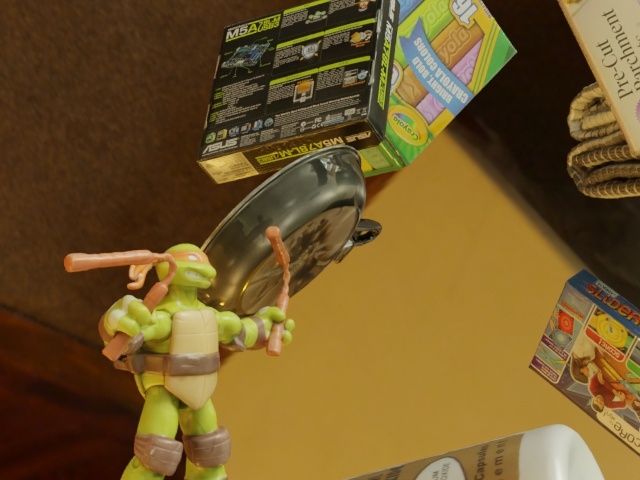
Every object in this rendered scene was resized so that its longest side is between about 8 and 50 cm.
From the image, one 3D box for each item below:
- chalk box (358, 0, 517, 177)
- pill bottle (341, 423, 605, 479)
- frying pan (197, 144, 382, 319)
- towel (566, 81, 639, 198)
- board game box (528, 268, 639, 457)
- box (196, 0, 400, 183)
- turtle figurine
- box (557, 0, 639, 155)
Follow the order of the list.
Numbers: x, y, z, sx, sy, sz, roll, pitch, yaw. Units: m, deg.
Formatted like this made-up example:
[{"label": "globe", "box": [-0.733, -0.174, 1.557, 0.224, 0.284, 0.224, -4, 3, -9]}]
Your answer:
[{"label": "chalk box", "box": [0.050, -0.187, 1.550, 0.289, 0.180, 0.179, -46, 109, -23]}, {"label": "pill bottle", "box": [0.049, 0.193, 0.744, 0.229, 0.131, 0.131, -19, 139, 20]}, {"label": "frying pan", "box": [-0.023, 0.019, 1.186, 0.197, 0.053, 0.326, -41, 161, -5]}, {"label": "towel", "box": [0.391, -0.098, 1.275, 0.235, 0.284, 0.121, 0, 90, -10]}, {"label": "board game box", "box": [0.313, 0.139, 1.338, 0.035, 0.201, 0.136, -30, 149, -37]}, {"label": "box", "box": [-0.021, -0.156, 1.306, 0.191, 0.184, 0.045, -12, 138, 25]}, {"label": "turtle figurine", "box": [-0.105, 0.094, 0.926, 0.269, 0.087, 0.217, 7, 84, -64]}, {"label": "box", "box": [0.203, -0.224, 1.035, 0.067, 0.324, 0.063, -25, 175, 11]}]
